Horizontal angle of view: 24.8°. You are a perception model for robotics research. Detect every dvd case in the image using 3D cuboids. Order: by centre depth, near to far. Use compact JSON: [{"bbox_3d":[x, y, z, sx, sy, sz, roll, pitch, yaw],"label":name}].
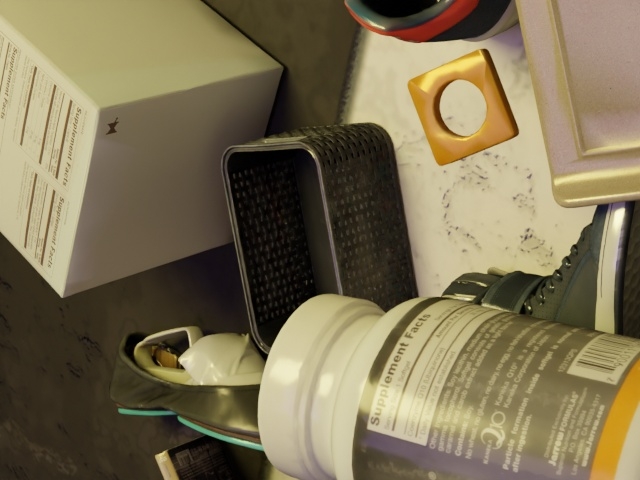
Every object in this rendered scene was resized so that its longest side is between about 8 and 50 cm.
[{"bbox_3d":[-0.082,0.290,1.353,0.018,0.164,0.221,-25,84,9],"label":"dvd case"}]

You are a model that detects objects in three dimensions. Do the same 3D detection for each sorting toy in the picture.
[{"bbox_3d":[0.214,-0.127,0.901,0.348,0.047,0.195,-7,96,33],"label":"sorting toy"}]

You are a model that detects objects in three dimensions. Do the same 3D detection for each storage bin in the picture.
[{"bbox_3d":[0.000,0.000,1.196,0.122,0.084,0.180,1,105,47],"label":"storage bin"}]

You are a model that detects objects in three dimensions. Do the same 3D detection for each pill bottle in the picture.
[{"bbox_3d":[0.108,0.124,0.945,0.279,0.162,0.162,11,112,32],"label":"pill bottle"}]

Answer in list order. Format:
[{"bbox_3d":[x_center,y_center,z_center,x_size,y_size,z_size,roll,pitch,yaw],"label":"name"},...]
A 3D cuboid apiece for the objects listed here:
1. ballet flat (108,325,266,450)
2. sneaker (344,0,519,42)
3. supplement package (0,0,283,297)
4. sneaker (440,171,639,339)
[{"bbox_3d":[-0.113,0.132,1.367,0.280,0.095,0.096,5,95,47],"label":"ballet flat"},{"bbox_3d":[0.097,-0.284,0.935,0.131,0.148,0.350,32,126,37],"label":"sneaker"},{"bbox_3d":[-0.208,-0.124,1.289,0.263,0.199,0.198,42,132,30],"label":"supplement package"},{"bbox_3d":[0.162,0.023,1.025,0.163,0.086,0.226,24,122,37],"label":"sneaker"}]
